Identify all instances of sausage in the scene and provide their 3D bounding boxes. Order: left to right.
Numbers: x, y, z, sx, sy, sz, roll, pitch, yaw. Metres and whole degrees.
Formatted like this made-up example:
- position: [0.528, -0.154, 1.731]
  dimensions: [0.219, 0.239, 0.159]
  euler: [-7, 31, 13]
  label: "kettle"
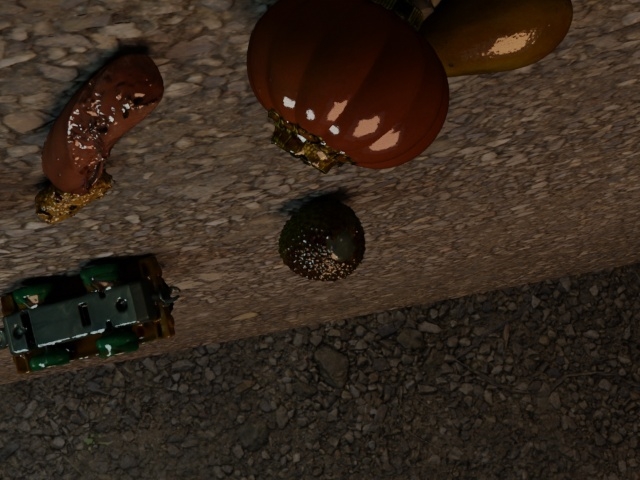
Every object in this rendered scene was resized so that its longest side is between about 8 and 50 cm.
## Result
- position: [-0.275, -0.130, 1.284]
  dimensions: [0.087, 0.079, 0.326]
  euler: [11, 157, -25]
  label: "sausage"

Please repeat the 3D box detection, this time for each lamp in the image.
- position: [0.027, -0.168, 1.114]
  dimensions: [0.196, 0.223, 0.223]
  euler: [-58, 162, 1]
  label: "lamp"

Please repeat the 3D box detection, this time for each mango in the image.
- position: [0.181, -0.236, 1.223]
  dimensions: [0.227, 0.099, 0.136]
  euler: [-12, 178, 43]
  label: "mango"

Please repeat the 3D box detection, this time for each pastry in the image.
- position: [-0.361, -0.068, 1.542]
  dimensions: [0.140, 0.056, 0.080]
  euler: [-29, 168, 34]
  label: "pastry"

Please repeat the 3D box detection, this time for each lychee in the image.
- position: [0.000, 0.000, 1.979]
  dimensions: [0.171, 0.171, 0.171]
  euler: [-12, 168, -3]
  label: "lychee"

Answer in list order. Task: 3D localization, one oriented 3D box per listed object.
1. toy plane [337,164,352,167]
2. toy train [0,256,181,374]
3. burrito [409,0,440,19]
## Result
- position: [0.060, -0.136, 1.692]
  dimensions: [0.083, 0.031, 0.078]
  euler: [-14, 168, 9]
  label: "toy plane"
- position: [-0.464, 0.154, 2.184]
  dimensions: [0.429, 0.178, 0.249]
  euler: [-15, 177, 14]
  label: "toy train"
- position: [0.097, -0.255, 1.172]
  dimensions: [0.051, 0.042, 0.171]
  euler: [0, 167, -22]
  label: "burrito"
